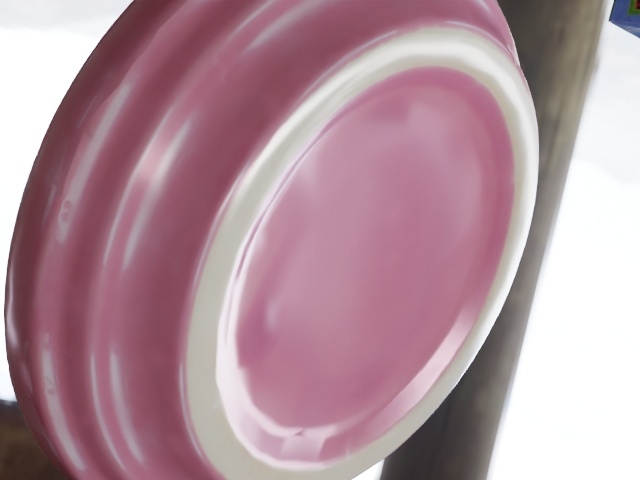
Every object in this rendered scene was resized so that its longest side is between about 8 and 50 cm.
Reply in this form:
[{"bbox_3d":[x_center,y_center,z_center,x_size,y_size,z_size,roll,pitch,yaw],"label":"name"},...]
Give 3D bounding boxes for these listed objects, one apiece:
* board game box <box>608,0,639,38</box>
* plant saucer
[{"bbox_3d":[0.252,-0.199,0.970,0.160,0.212,0.039,19,177,-41],"label":"board game box"},{"bbox_3d":[0.000,0.000,0.834,0.084,0.332,0.332,29,-166,35],"label":"plant saucer"}]
